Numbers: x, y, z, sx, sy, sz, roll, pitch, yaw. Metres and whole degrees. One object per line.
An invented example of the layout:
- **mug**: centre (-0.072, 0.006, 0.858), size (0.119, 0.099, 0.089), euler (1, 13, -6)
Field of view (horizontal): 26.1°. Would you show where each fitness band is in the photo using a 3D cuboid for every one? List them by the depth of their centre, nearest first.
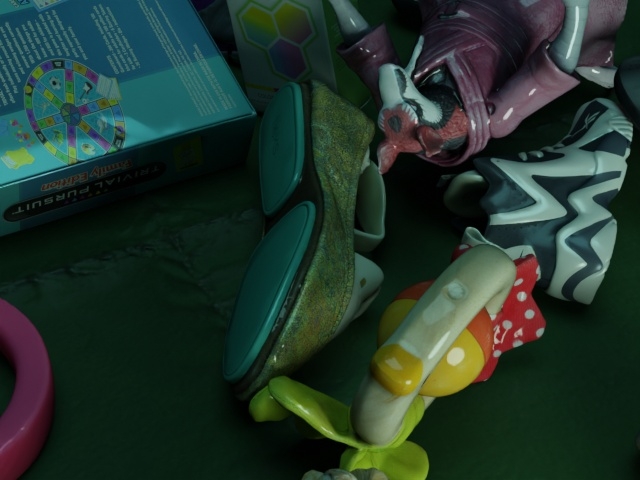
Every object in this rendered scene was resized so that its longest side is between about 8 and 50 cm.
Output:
- **fitness band**: centre (-0.338, 0.131, 1.008), size (0.291, 0.054, 0.209), euler (-23, 49, -24)

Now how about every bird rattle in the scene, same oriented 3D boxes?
- **bird rattle**: centre (0.087, 0.084, 0.992), size (0.253, 0.207, 0.143), euler (-37, 74, -24)

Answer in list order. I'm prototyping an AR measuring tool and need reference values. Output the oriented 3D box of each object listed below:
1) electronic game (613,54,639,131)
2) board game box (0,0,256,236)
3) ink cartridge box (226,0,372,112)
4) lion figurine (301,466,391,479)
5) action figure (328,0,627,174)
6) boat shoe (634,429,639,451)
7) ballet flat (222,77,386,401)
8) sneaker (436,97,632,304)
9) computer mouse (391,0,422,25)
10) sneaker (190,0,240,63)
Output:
- **electronic game**: centre (0.371, -0.098, 1.265), size (0.229, 0.048, 0.229), euler (21, 33, -14)
- **board game box**: centre (-0.265, -0.141, 1.247), size (0.336, 0.079, 0.253), euler (-19, 62, -22)
- **ink cartridge box**: centre (-0.025, -0.216, 1.278), size (0.109, 0.209, 0.062), euler (12, 39, 31)
- **lion figurine**: centre (0.111, 0.301, 0.816), size (0.392, 0.142, 0.240), euler (31, 40, 8)
- **action figure**: centre (0.125, -0.170, 1.247), size (0.248, 0.275, 0.370), euler (15, 51, 20)
- **boat shoe**: centre (0.315, 0.230, 0.936), size (0.099, 0.116, 0.319), euler (-37, 49, 20)
- **ballet flat**: centre (0.000, 0.000, 1.141), size (0.123, 0.123, 0.348), euler (4, 44, 1)
- **sneaker**: centre (0.184, -0.056, 1.215), size (0.153, 0.094, 0.235), euler (17, 54, 2)
- **computer mouse**: centre (0.191, -0.241, 1.467), size (0.242, 0.041, 0.071), euler (11, 51, -2)
- **sneaker**: centre (-0.055, -0.226, 1.381), size (0.224, 0.098, 0.083), euler (6, 43, 3)
